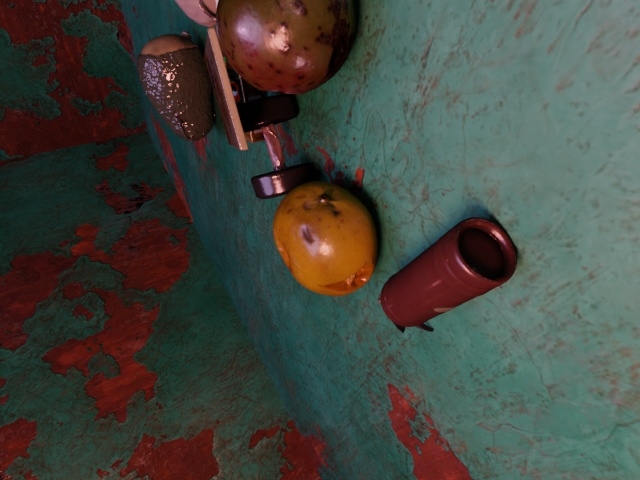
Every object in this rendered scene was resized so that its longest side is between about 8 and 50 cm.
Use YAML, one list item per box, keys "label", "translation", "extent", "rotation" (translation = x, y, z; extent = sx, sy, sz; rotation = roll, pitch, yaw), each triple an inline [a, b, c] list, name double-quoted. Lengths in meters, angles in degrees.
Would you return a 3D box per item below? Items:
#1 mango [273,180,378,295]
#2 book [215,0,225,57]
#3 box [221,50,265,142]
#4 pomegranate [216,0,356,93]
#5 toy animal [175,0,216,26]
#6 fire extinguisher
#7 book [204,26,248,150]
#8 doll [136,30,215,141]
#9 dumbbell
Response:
- label: "mango"
  translation: [0.000, 0.000, 0.908]
  extent: [0.252, 0.182, 0.365]
  rotation: [66, 166, 0]
- label: "book"
  translation: [-0.135, -0.462, 0.785]
  extent: [0.024, 0.228, 0.160]
  rotation: [12, 127, 16]
- label: "box"
  translation: [-0.212, -0.405, 1.121]
  extent: [0.159, 0.071, 0.240]
  rotation: [35, 139, 54]
- label: "pomegranate"
  translation: [-0.071, -0.397, 0.658]
  extent: [0.242, 0.242, 0.305]
  rotation: [10, 121, 61]
- label: "toy animal"
  translation: [-0.273, -0.612, 0.943]
  extent: [0.258, 0.194, 0.357]
  rotation: [34, -173, -41]
- label: "fire extinguisher"
  translation: [0.189, 0.093, 0.687]
  extent: [0.138, 0.102, 0.344]
  rotation: [31, 150, -1]
- label: "book"
  translation: [-0.200, -0.298, 0.838]
  extent: [0.295, 0.020, 0.207]
  rotation: [-138, 33, -68]
- label: "doll"
  translation: [-0.485, -0.529, 1.413]
  extent: [0.247, 0.247, 0.349]
  rotation: [34, 144, 51]
- label: "dumbbell"
  translation: [-0.111, -0.221, 0.965]
  extent: [0.152, 0.153, 0.218]
  rotation: [11, 119, 61]
